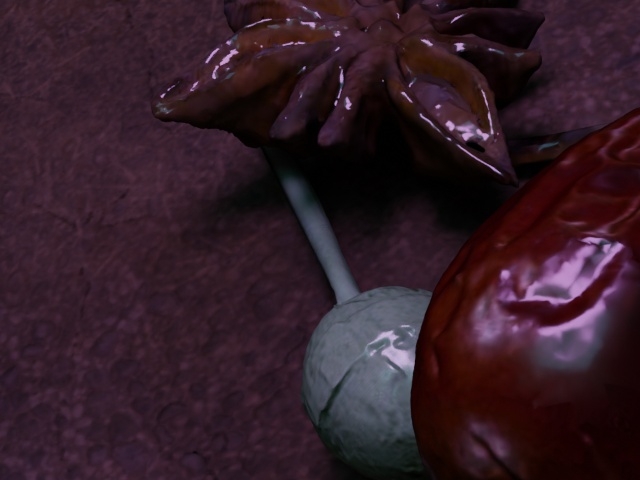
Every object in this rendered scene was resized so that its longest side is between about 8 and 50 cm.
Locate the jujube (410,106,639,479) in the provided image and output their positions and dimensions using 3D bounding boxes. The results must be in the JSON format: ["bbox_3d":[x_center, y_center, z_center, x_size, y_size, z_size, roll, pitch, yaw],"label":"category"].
[{"bbox_3d":[0.190,0.048,0.957,0.223,0.223,0.318,17,51,34],"label":"jujube"}]

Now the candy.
[{"bbox_3d":[0.000,0.000,1.169,0.119,0.119,0.440,-29,41,1],"label":"candy"}]

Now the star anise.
[{"bbox_3d":[0.055,-0.113,1.202,0.349,0.109,0.292,-6,45,0],"label":"star anise"}]
